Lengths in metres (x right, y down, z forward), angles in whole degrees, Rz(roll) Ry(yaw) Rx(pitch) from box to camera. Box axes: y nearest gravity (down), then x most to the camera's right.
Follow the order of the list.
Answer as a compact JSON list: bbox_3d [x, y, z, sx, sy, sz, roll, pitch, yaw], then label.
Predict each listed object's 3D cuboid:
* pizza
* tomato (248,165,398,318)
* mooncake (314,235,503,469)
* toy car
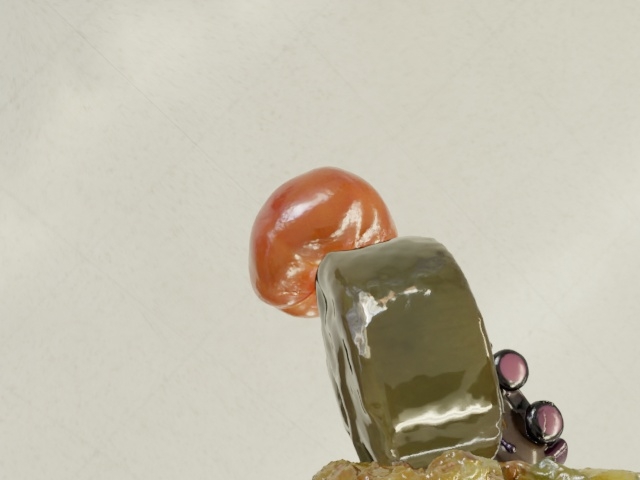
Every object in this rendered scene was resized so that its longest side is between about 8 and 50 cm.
[{"bbox_3d":[0.092,0.223,0.716,0.258,0.268,0.087,2,73,-16],"label":"pizza"},{"bbox_3d":[-0.004,0.002,1.364,0.260,0.180,0.259,-16,137,-16],"label":"tomato"},{"bbox_3d":[0.089,0.138,1.007,0.156,0.284,0.284,-14,109,-7],"label":"mooncake"},{"bbox_3d":[0.283,0.363,1.635,0.240,0.271,0.340,-32,82,-28],"label":"toy car"}]
